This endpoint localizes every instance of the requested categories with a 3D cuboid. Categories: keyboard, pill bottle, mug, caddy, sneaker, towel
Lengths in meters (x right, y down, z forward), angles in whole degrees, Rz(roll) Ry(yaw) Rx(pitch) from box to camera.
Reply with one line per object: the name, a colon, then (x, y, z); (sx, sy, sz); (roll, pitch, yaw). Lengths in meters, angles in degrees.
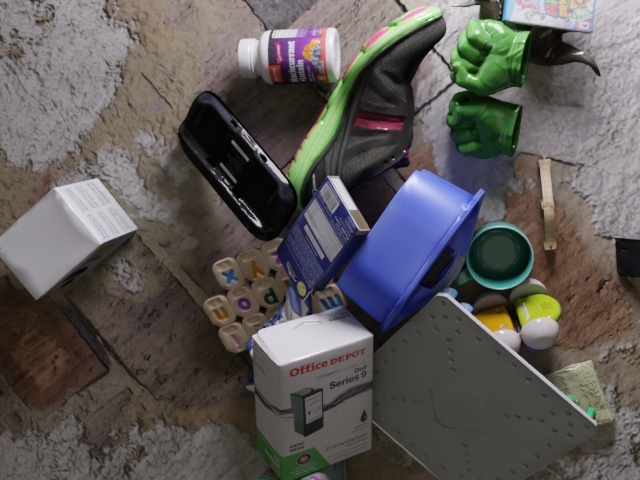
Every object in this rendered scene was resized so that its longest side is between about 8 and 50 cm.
keyboard: (0.650, 0.022, 1.713); (0.180, 0.023, 0.108); (7, 109, 49)
pill bottle: (-0.062, -0.366, 1.775); (0.194, 0.108, 0.108); (-1, 99, 10)
mug: (0.343, 0.026, 1.778); (0.158, 0.097, 0.129); (3, 100, 9)
caddy: (0.189, 0.022, 1.733); (0.179, 0.241, 0.341); (36, 103, 9)
sneaker: (0.112, -0.241, 1.748); (0.202, 0.185, 0.482); (31, 113, -4)
sneaker: (-0.088, 0.208, 1.839); (0.131, 0.112, 0.296); (9, 112, 0)
towel: (0.532, 0.327, 1.833); (0.110, 0.027, 0.148); (-22, 95, 13)

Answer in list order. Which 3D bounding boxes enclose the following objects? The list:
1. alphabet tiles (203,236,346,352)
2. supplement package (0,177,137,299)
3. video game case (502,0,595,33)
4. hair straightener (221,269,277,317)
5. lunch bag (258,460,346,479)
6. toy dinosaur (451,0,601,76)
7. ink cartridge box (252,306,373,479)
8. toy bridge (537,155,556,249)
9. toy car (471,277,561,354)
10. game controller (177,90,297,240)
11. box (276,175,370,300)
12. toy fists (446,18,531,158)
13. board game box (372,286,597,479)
alphabet tiles: (-0.096, 0.135, 1.880); (0.284, 0.021, 0.277); (-22, 110, 12)
supplement package: (-0.529, -0.007, 1.862); (0.194, 0.203, 0.149); (-39, 91, 14)
video game case: (0.421, -0.448, 1.627); (0.167, 0.015, 0.119); (6, 92, -5)
hair straightener: (-0.131, 0.100, 1.893); (0.230, 0.047, 0.089); (-40, 91, 13)
lunch bag: (-0.026, 0.577, 1.864); (0.160, 0.223, 0.262); (-3, 99, 17)
toy dinosaur: (0.408, -0.416, 1.704); (0.313, 0.121, 0.160); (45, 115, -5)
ink cartridge box: (-0.014, 0.301, 1.754); (0.211, 0.121, 0.289); (-15, 121, -24)
toy bridge: (0.449, -0.073, 1.762); (0.026, 0.063, 0.188); (-5, 99, 10)
toy car: (0.397, 0.176, 1.784); (0.182, 0.159, 0.136); (-20, 130, 11)
game controller: (-0.170, -0.150, 1.797); (0.319, 0.067, 0.166); (50, 128, 13)
box: (0.000, 0.000, 1.723); (0.225, 0.037, 0.136); (-52, 54, 37)
toy fists: (0.311, -0.283, 1.701); (0.142, 0.096, 0.279); (14, 127, 21)
board game box: (0.283, 0.321, 1.776); (0.390, 0.050, 0.390); (41, 131, 1)
